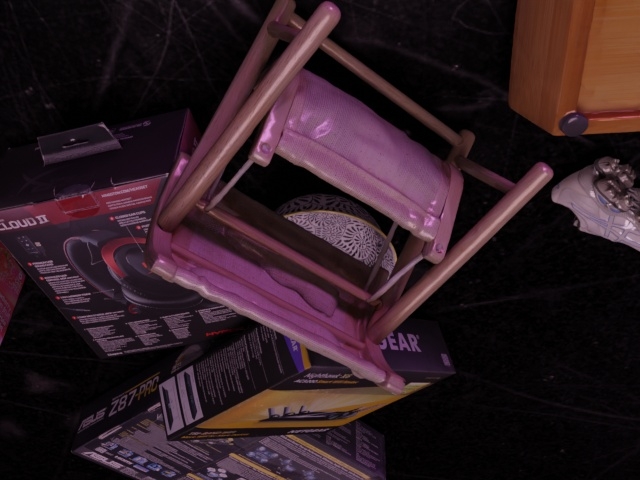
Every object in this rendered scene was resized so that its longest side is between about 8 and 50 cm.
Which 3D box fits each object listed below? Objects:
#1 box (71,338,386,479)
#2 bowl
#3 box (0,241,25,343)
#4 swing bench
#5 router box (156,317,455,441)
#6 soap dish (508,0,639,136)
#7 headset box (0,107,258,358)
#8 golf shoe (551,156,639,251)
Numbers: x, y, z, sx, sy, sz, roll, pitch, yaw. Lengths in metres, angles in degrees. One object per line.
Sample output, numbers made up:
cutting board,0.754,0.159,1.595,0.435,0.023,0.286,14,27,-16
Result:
box,-0.138,0.325,1.181,0.318,0.097,0.395,-31,128,32
bowl,0.000,0.000,0.846,0.170,0.080,0.170,0,136,0
box,-0.461,0.008,0.836,0.128,0.122,0.257,-5,136,8
swing bench,0.013,-0.039,0.667,0.253,0.165,0.254,31,98,-24
router box,-0.010,0.176,0.947,0.243,0.081,0.309,-33,151,31
soap dish,0.313,-0.196,0.604,0.291,0.118,0.229,-2,136,6
headset box,-0.207,-0.006,0.823,0.218,0.110,0.293,-11,135,12
golf shoe,0.333,-0.029,0.833,0.176,0.069,0.086,36,147,-27
